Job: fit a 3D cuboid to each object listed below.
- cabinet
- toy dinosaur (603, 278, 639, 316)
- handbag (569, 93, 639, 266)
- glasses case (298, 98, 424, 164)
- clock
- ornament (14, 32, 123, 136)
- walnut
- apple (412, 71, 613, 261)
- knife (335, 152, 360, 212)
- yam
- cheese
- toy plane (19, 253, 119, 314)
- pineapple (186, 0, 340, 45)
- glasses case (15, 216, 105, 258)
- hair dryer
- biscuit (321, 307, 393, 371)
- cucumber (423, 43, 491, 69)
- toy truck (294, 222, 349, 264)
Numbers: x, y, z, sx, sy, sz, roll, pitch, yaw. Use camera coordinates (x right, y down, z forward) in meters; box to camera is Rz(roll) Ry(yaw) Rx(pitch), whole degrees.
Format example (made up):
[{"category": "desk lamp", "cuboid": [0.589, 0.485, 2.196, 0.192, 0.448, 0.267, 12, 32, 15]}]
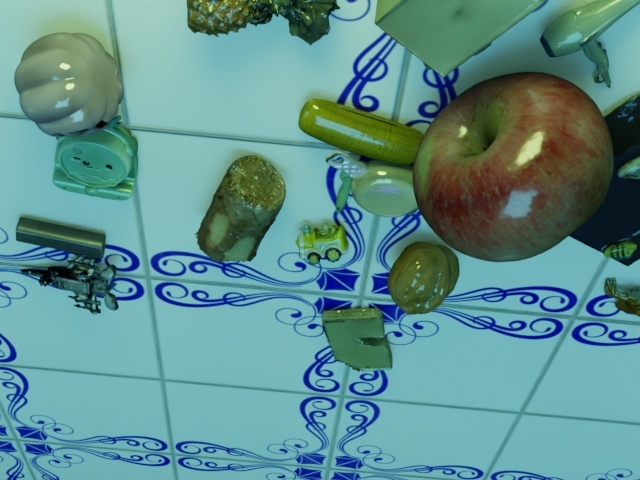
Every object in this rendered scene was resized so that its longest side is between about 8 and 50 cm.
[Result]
[{"category": "cabinet", "cuboid": [0.204, -0.374, 1.319, 0.145, 0.150, 0.206, 32, 136, -26]}, {"category": "toy dinosaur", "cuboid": [0.716, 0.154, 2.045, 0.142, 0.057, 0.212, 0, 143, 25]}, {"category": "handbag", "cuboid": [0.590, -0.091, 1.681, 0.329, 0.122, 0.303, 26, 138, -28]}, {"category": "glasses case", "cuboid": [0.074, -0.193, 1.646, 0.234, 0.064, 0.079, 16, 136, -13]}, {"category": "clock", "cuboid": [-0.427, -0.168, 1.734, 0.159, 0.066, 0.211, 9, 142, -7]}, {"category": "ornament", "cuboid": [-0.425, -0.256, 1.528, 0.177, 0.178, 0.177, 3, 143, 2]}, {"category": "walnut", "cuboid": [0.214, 0.077, 1.930, 0.166, 0.149, 0.167, -24, 144, -19]}, {"category": "apple", "cuboid": [0.325, -0.111, 1.522, 0.344, 0.345, 0.269, -26, 135, 34]}, {"category": "knife", "cuboid": [0.051, -0.120, 1.787, 0.030, 0.014, 0.207, 10, 141, -7]}, {"category": "yam", "cuboid": [-0.155, -0.054, 1.811, 0.128, 0.129, 0.238, 43, 139, 8]}, {"category": "cheese", "cuboid": [0.100, -0.115, 1.729, 0.227, 0.064, 0.137, 26, 139, -36]}, {"category": "toy plane", "cuboid": [-0.575, 0.088, 2.079, 0.246, 0.078, 0.169, 6, 116, 4]}, {"category": "pineapple", "cuboid": [-0.086, -0.367, 1.407, 0.237, 0.111, 0.119, 1, 173, -4]}, {"category": "glasses case", "cuboid": [-0.563, -0.005, 1.983, 0.190, 0.042, 0.072, 12, 149, -10]}, {"category": "hair dryer", "cuboid": [0.465, -0.324, 1.449, 0.199, 0.068, 0.167, 20, 136, -37]}, {"category": "biscuit", "cuboid": [0.096, 0.245, 2.238, 0.147, 0.046, 0.250, -5, 141, 11]}, {"category": "cucumber", "cuboid": [0.217, -0.317, 1.467, 0.111, 0.064, 0.064, -14, 139, 24]}, {"category": "toy truck", "cuboid": [0.000, 0.000, 1.910, 0.111, 0.076, 0.077, -7, 118, 11]}]
